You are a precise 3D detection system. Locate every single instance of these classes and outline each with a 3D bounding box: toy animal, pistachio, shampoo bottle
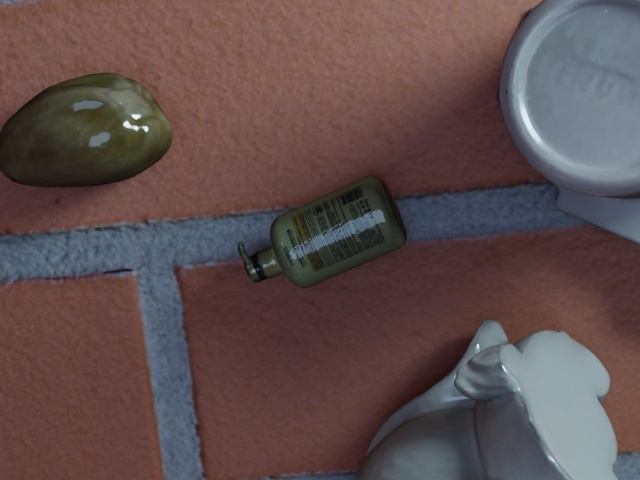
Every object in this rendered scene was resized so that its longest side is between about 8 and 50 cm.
[{"bbox_3d":[0.143,0.221,1.265,0.206,0.272,0.265,34,127,-28],"label":"toy animal"},{"bbox_3d":[-0.238,-0.103,1.296,0.185,0.126,0.108,-8,56,10],"label":"pistachio"},{"bbox_3d":[0.000,0.000,1.297,0.162,0.079,0.079,-24,96,9],"label":"shampoo bottle"}]

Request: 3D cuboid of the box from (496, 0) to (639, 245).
[{"bbox_3d":[0.271,-0.109,1.153,0.262,0.206,0.291,-20,86,25],"label":"box"}]
